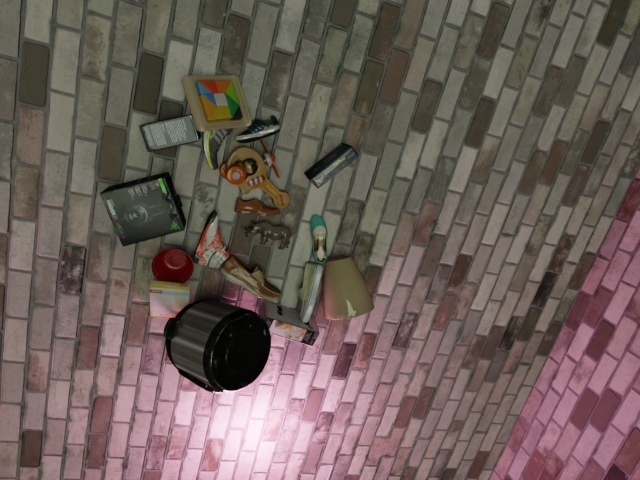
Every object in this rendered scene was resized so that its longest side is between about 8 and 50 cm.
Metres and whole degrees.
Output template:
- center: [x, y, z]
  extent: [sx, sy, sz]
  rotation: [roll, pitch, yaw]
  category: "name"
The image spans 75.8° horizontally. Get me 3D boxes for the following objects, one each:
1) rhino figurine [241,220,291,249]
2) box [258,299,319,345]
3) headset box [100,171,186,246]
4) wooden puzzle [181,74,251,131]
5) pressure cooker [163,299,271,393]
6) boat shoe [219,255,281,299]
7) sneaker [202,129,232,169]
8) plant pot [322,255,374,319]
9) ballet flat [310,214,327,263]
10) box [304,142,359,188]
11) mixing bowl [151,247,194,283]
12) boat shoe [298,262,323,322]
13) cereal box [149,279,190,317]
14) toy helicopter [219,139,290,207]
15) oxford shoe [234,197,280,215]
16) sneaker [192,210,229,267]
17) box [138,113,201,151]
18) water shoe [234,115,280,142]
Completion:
- center: [-0.252, -0.034, 1.933]
  extent: [0.244, 0.073, 0.106]
  rotation: [14, 109, -16]
  category: "rhino figurine"
- center: [-0.162, 0.412, 2.061]
  extent: [0.290, 0.169, 0.087]
  rotation: [22, 105, -20]
  category: "box"
- center: [-0.734, -0.138, 1.755]
  extent: [0.283, 0.131, 0.246]
  rotation: [-15, 112, -8]
  category: "headset box"
- center: [-0.409, -0.557, 1.649]
  extent: [0.239, 0.044, 0.220]
  rotation: [-20, 96, -35]
  category: "wooden puzzle"
- center: [-0.481, 0.462, 1.878]
  extent: [0.376, 0.421, 0.369]
  rotation: [-33, 120, -45]
  category: "pressure cooker"
- center: [-0.319, 0.181, 1.970]
  extent: [0.324, 0.123, 0.116]
  rotation: [31, 98, -22]
  category: "boat shoe"
- center: [-0.434, -0.446, 1.730]
  extent: [0.121, 0.111, 0.299]
  rotation: [-1, 111, -17]
  category: "sneaker"
- center: [0.116, 0.220, 2.032]
  extent: [0.257, 0.256, 0.273]
  rotation: [-12, 96, -8]
  category: "plant pot"
- center: [0.000, 0.000, 1.994]
  extent: [0.083, 0.087, 0.247]
  rotation: [-7, 110, -10]
  category: "ballet flat"
- center: [0.045, -0.338, 1.833]
  extent: [0.233, 0.183, 0.059]
  rotation: [-38, 113, 3]
  category: "box"
- center: [-0.667, 0.104, 1.871]
  extent: [0.182, 0.098, 0.181]
  rotation: [-4, 111, -11]
  category: "mixing bowl"
- center: [-0.064, 0.256, 2.053]
  extent: [0.094, 0.109, 0.302]
  rotation: [14, 85, 1]
  category: "boat shoe"
- center: [-0.694, 0.276, 1.898]
  extent: [0.173, 0.047, 0.240]
  rotation: [8, 136, -15]
  category: "cereal box"
- center: [-0.257, -0.283, 1.836]
  extent: [0.235, 0.140, 0.355]
  rotation: [-49, 123, -3]
  category: "toy helicopter"
- center: [-0.284, -0.154, 1.885]
  extent: [0.213, 0.076, 0.075]
  rotation: [7, 101, -14]
  category: "oxford shoe"
- center: [-0.477, 0.002, 1.887]
  extent: [0.145, 0.090, 0.270]
  rotation: [20, 107, -19]
  category: "sneaker"
- center: [-0.604, -0.439, 1.667]
  extent: [0.207, 0.153, 0.108]
  rotation: [-15, 111, -8]
  category: "box"
- center: [-0.278, -0.482, 1.781]
  extent: [0.203, 0.073, 0.080]
  rotation: [-18, 90, -10]
  category: "water shoe"
